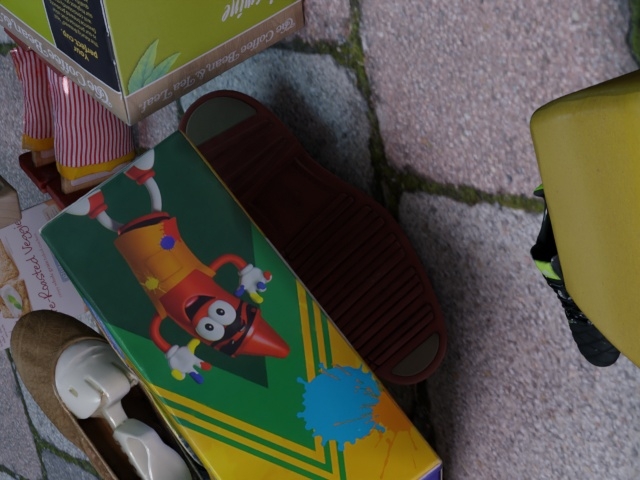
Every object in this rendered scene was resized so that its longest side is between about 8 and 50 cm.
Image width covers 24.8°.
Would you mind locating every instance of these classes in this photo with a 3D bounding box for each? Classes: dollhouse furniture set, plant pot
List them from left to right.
[{"bbox_3d":[-0.376,-0.108,1.615,0.152,0.374,0.201,38,140,41],"label":"dollhouse furniture set"},{"bbox_3d":[0.259,-0.033,0.960,0.187,0.212,0.212,15,123,64],"label":"plant pot"}]

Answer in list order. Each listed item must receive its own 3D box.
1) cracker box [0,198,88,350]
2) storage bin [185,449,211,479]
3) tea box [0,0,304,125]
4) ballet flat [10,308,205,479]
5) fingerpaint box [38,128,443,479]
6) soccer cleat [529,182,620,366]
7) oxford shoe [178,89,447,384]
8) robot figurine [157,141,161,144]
[{"bbox_3d":[-0.405,0.053,1.877,0.067,0.232,0.156,-14,100,56],"label":"cracker box"},{"bbox_3d":[-0.121,0.288,1.705,0.180,0.084,0.122,7,121,16],"label":"storage bin"},{"bbox_3d":[-0.208,-0.341,1.326,0.329,0.220,0.324,38,148,34],"label":"tea box"},{"bbox_3d":[-0.211,0.207,1.584,0.342,0.116,0.124,57,155,3],"label":"ballet flat"},{"bbox_3d":[-0.055,0.161,1.373,0.371,0.163,0.445,51,171,19],"label":"fingerpaint box"},{"bbox_3d":[0.204,0.026,1.172,0.060,0.072,0.179,14,121,50],"label":"soccer cleat"},{"bbox_3d":[0.000,0.000,1.433,0.348,0.123,0.130,52,174,13],"label":"oxford shoe"},{"bbox_3d":[-0.144,-0.057,1.600,0.101,0.067,0.115,8,118,42],"label":"robot figurine"}]
